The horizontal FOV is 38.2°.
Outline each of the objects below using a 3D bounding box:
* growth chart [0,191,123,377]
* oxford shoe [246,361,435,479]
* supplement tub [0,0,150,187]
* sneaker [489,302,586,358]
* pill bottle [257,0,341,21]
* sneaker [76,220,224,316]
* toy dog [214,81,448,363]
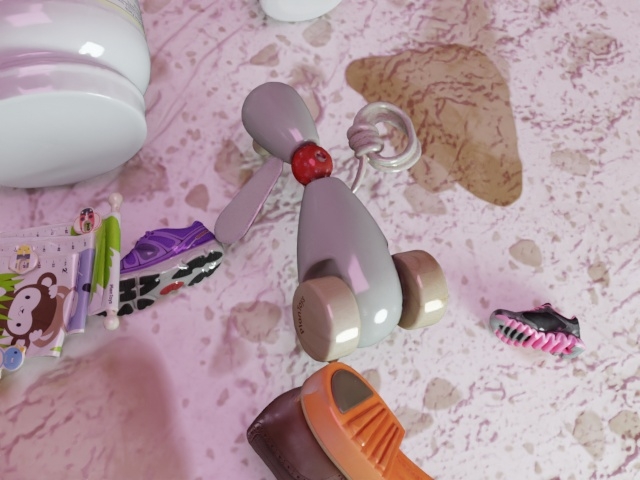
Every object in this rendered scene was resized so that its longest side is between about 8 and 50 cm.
[{"bbox_3d":[-0.306,0.053,0.934,0.237,0.021,0.172,-13,65,6],"label":"growth chart"},{"bbox_3d":[0.065,0.298,0.916,0.363,0.133,0.130,57,24,1],"label":"oxford shoe"},{"bbox_3d":[-0.309,-0.243,0.978,0.235,0.235,0.324,-8,70,-16],"label":"supplement tub"},{"bbox_3d":[0.250,0.096,1.070,0.119,0.047,0.057,18,58,-13],"label":"sneaker"},{"bbox_3d":[-0.045,-0.399,1.168,0.121,0.121,0.221,-10,70,-17],"label":"pill bottle"},{"bbox_3d":[-0.189,0.027,0.997,0.170,0.068,0.071,-21,58,-29],"label":"sneaker"},{"bbox_3d":[0.000,0.000,1.007,0.220,0.161,0.333,9,52,-21],"label":"toy dog"}]
